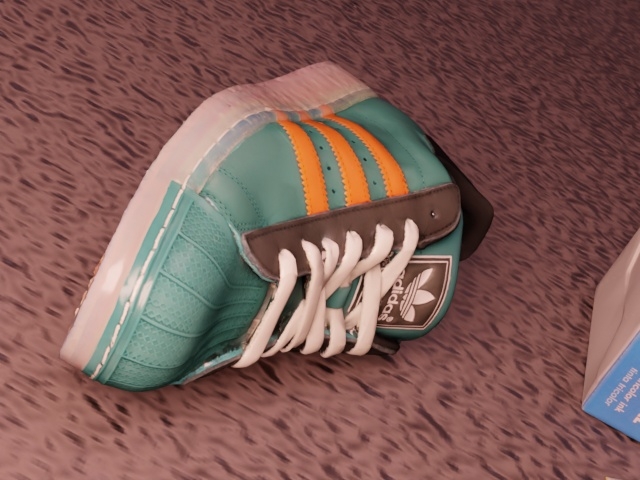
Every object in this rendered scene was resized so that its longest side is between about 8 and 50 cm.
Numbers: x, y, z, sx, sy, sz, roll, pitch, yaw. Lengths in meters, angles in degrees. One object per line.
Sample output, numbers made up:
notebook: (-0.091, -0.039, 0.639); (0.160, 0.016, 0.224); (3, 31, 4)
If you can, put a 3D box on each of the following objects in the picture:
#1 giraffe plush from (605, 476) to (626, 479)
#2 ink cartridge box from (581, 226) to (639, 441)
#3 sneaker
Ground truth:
giraffe plush: (0.229, 0.117, 0.689); (0.181, 0.170, 0.210); (-5, 44, -48)
ink cartridge box: (0.257, 0.084, 0.870); (0.231, 0.078, 0.134); (30, 29, -3)
sneaker: (0.000, 0.000, 0.722); (0.121, 0.108, 0.302); (31, 26, 9)
